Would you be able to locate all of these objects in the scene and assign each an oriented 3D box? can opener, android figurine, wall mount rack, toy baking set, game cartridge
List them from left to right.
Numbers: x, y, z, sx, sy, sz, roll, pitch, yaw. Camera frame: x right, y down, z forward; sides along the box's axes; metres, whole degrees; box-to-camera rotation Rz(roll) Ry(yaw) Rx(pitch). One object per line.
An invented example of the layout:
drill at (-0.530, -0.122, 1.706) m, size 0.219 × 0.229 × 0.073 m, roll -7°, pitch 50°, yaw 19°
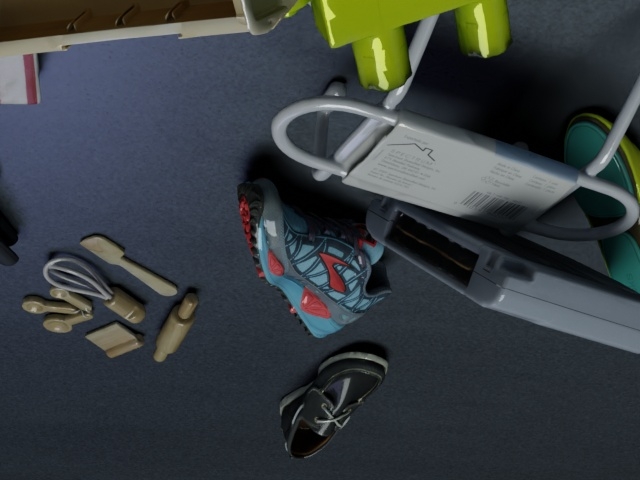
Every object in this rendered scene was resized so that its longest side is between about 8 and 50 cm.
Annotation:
can opener at (-0.361, -0.025, 1.518) m, size 0.073 × 0.059 × 0.186 m, roll -4°, pitch 147°, yaw 11°
toy baking set at (-0.243, 0.079, 1.701) m, size 0.196 × 0.030 × 0.256 m, roll 16°, pitch 147°, yaw -18°
android figurine at (0.061, -0.244, 1.031) m, size 0.248 × 0.056 × 0.273 m, roll -20°, pitch 125°, yaw -6°
wall mount rack at (0.146, -0.124, 1.250) m, size 0.350 × 0.130 × 0.304 m, roll 16°, pitch 150°, yaw -19°
game cartridge at (0.185, 0.029, 1.382) m, size 0.198 × 0.062 × 0.297 m, roll 21°, pitch -174°, yaw -24°

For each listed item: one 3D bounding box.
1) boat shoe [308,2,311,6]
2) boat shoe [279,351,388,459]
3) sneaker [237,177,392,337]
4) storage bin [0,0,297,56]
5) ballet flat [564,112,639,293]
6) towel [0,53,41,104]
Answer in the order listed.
boat shoe at (-0.040, -0.256, 1.080) m, size 0.267 × 0.088 × 0.096 m, roll 33°, pitch 99°, yaw -33°
boat shoe at (0.018, 0.210, 1.844) m, size 0.084 × 0.079 × 0.233 m, roll 19°, pitch 144°, yaw -20°
sneaker at (0.000, 0.000, 1.511) m, size 0.125 × 0.104 × 0.262 m, roll -23°, pitch 147°, yaw 9°
storage bin at (-0.169, -0.247, 0.950) m, size 0.262 × 0.123 × 0.260 m, roll -3°, pitch 119°, yaw 22°
ballet flat at (0.297, -0.030, 1.404) m, size 0.077 × 0.077 × 0.231 m, roll -1°, pitch 119°, yaw 45°
towel at (-0.411, -0.210, 1.247) m, size 0.329 × 0.037 × 0.237 m, roll 4°, pitch 146°, yaw -4°
